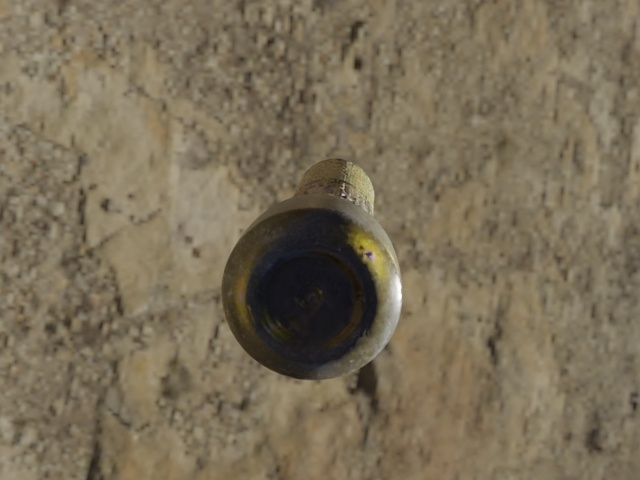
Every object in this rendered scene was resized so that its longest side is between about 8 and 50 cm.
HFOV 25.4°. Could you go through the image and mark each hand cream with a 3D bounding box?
[{"bbox_3d":[0.000,0.000,0.736,0.203,0.083,0.084,-81,168,-74],"label":"hand cream"}]
